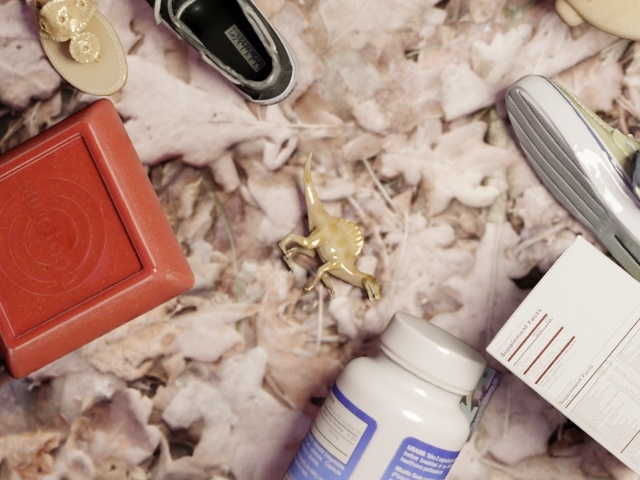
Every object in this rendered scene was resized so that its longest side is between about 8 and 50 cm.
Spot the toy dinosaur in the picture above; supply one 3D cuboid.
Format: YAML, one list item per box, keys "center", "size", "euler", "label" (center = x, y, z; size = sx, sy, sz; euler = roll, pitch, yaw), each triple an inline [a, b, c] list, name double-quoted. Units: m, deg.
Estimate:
- center: [0.000, 0.000, 1.506]
  size: [0.092, 0.053, 0.183]
  euler: [-29, 88, -7]
  label: "toy dinosaur"

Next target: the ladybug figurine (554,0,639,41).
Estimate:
- center: [0.424, -0.374, 1.373]
  size: [0.449, 0.162, 0.305]
  euler: [-36, 78, 7]
  label: "ladybug figurine"

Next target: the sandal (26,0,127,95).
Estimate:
- center: [-0.317, -0.279, 1.573]
  size: [0.088, 0.079, 0.240]
  euler: [-30, 80, 9]
  label: "sandal"

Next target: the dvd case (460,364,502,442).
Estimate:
- center: [0.131, 0.159, 1.475]
  size: [0.119, 0.013, 0.087]
  euler: [27, 92, 12]
  label: "dvd case"

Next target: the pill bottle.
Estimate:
- center: [0.064, 0.219, 1.405]
  size: [0.152, 0.152, 0.272]
  euler: [30, 97, 13]
  label: "pill bottle"

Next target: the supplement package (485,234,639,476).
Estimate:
- center: [0.299, 0.120, 1.348]
  size: [0.203, 0.194, 0.149]
  euler: [40, 94, 12]
  label: "supplement package"

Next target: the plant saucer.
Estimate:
- center: [-0.315, -0.004, 1.570]
  size: [0.259, 0.048, 0.258]
  euler: [-28, 80, 10]
  label: "plant saucer"

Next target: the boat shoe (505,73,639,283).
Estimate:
- center: [0.318, -0.063, 1.418]
  size: [0.094, 0.109, 0.302]
  euler: [-35, 82, -17]
  label: "boat shoe"

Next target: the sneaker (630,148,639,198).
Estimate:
- center: [0.454, -0.059, 1.328]
  size: [0.283, 0.122, 0.110]
  euler: [11, 69, -6]
  label: "sneaker"

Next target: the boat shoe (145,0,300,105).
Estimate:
- center: [-0.147, -0.280, 1.522]
  size: [0.113, 0.105, 0.306]
  euler: [-38, 79, 7]
  label: "boat shoe"
